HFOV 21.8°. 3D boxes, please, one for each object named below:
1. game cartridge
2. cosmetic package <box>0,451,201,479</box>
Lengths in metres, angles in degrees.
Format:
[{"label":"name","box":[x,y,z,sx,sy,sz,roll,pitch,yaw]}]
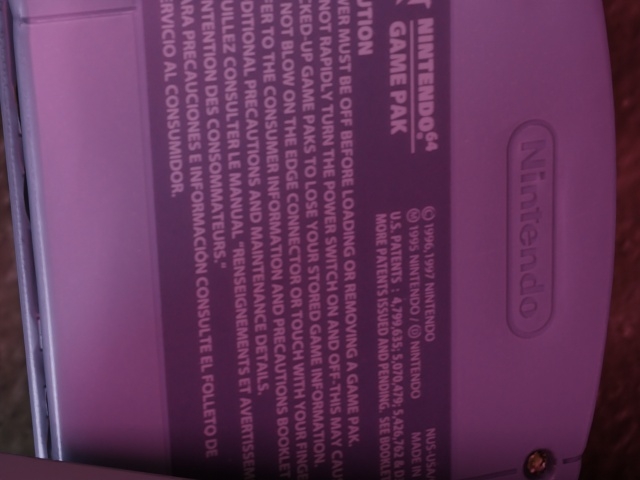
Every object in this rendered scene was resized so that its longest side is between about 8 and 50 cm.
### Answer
[{"label":"game cartridge","box":[0.000,0.000,0.546,0.198,0.062,0.297,-10,111,-22]},{"label":"cosmetic package","box":[0.053,0.231,0.542,0.377,0.097,0.284,10,116,-8]}]
